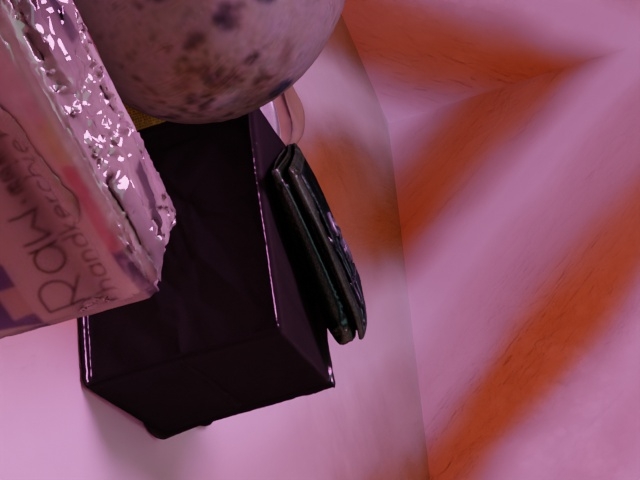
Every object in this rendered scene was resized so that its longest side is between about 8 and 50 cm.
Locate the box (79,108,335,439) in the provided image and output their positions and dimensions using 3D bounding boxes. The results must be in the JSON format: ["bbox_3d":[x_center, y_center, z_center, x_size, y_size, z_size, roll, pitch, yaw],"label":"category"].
[{"bbox_3d":[-0.146,0.030,1.522,0.204,0.251,0.345,52,25,-58],"label":"box"}]

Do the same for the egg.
[{"bbox_3d":[-0.135,-0.314,1.391,0.428,0.345,0.345,-92,161,-54],"label":"egg"}]

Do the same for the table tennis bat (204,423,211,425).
[{"bbox_3d":[-0.190,0.148,1.709,0.150,0.027,0.236,-65,140,-71],"label":"table tennis bat"}]

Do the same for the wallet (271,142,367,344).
[{"bbox_3d":[0.003,-0.001,1.523,0.160,0.055,0.236,-82,153,-74],"label":"wallet"}]

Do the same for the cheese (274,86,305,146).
[{"bbox_3d":[-0.120,-0.291,2.332,0.233,0.127,0.266,-88,161,-62],"label":"cheese"}]

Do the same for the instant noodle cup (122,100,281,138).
[{"bbox_3d":[-0.184,-0.186,1.757,0.264,0.200,0.264,-18,90,-78],"label":"instant noodle cup"}]

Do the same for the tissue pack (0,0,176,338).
[{"bbox_3d":[-0.290,-0.039,0.787,0.125,0.343,0.242,-87,157,-59],"label":"tissue pack"}]
